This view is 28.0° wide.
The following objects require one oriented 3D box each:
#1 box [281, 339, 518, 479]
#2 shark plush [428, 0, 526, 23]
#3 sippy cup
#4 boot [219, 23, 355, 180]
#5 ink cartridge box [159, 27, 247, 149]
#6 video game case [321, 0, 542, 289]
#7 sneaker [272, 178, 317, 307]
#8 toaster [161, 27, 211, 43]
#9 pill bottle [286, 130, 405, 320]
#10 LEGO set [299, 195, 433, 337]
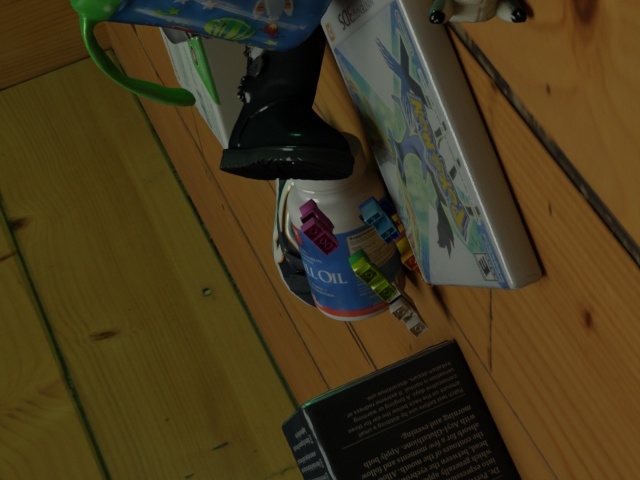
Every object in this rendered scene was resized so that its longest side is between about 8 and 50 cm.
[{"bbox_3d":[0.131,0.360,1.632,0.293,0.212,0.395,119,128,-76],"label":"box"},{"bbox_3d":[0.123,-0.205,1.006,0.161,0.073,0.067,-62,-29,-77],"label":"shark plush"},{"bbox_3d":[-0.099,-0.294,1.244,0.305,0.224,0.240,-49,29,46],"label":"sippy cup"},{"bbox_3d":[-0.030,-0.175,1.454,0.246,0.094,0.207,4,83,62],"label":"boot"},{"bbox_3d":[-0.147,-0.283,1.896,0.289,0.121,0.211,-126,17,-52],"label":"ink cartridge box"},{"bbox_3d":[0.098,-0.108,1.288,0.300,0.036,0.329,175,72,-79],"label":"video game case"},{"bbox_3d":[0.000,0.000,1.756,0.127,0.126,0.321,-116,11,-46],"label":"sneaker"},{"bbox_3d":[-0.139,-0.343,1.532,0.185,0.168,0.110,61,162,-9],"label":"toaster"},{"bbox_3d":[0.027,-0.019,1.585,0.124,0.124,0.221,-128,18,-54],"label":"pill bottle"},{"bbox_3d":[0.069,0.003,1.489,0.227,0.087,0.093,44,-165,-36],"label":"LEGO set"}]
